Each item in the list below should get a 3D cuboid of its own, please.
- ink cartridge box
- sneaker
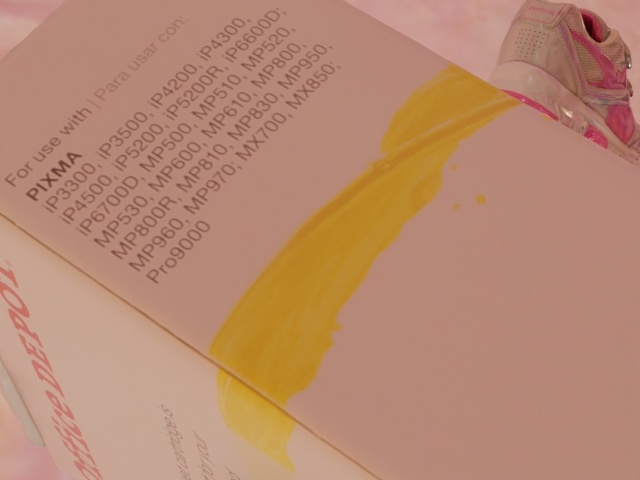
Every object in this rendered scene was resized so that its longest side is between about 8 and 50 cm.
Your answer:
[{"bbox_3d":[0.048,0.080,0.656,0.160,0.385,0.279,-48,157,-23],"label":"ink cartridge box"},{"bbox_3d":[0.218,-0.129,1.365,0.252,0.103,0.111,23,85,-64],"label":"sneaker"}]
